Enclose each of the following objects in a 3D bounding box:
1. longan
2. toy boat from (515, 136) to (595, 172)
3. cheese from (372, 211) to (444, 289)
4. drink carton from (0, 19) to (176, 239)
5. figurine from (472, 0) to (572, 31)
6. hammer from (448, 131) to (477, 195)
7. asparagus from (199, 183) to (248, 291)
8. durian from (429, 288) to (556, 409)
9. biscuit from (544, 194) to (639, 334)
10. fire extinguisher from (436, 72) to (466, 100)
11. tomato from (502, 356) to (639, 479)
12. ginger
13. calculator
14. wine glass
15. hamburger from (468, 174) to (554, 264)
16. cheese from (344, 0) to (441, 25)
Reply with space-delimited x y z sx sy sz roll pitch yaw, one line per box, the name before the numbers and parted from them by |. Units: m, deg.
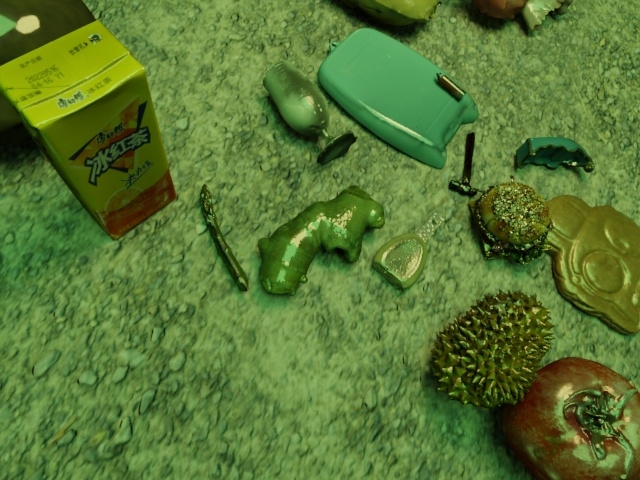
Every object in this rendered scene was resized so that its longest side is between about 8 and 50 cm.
longan | -0.550 -0.310 0.768 0.350 0.288 0.288 -41 81 -13
toy boat | 0.546 -0.191 1.038 0.185 0.075 0.077 -2 67 -16
cheese | 0.192 0.009 0.913 0.097 0.037 0.192 42 67 5
drink carton | -0.334 -0.141 0.698 0.154 0.351 0.111 -41 81 -22
figurine | 0.499 -0.659 1.175 0.386 0.166 0.207 -8 107 -20
hammer | 0.335 -0.183 1.024 0.065 0.021 0.178 16 66 -3
asparagus | -0.188 -0.004 0.849 0.034 0.027 0.236 -27 75 1
durian | 0.295 0.175 0.782 0.183 0.138 0.249 24 51 30
biscuit | 0.633 0.051 0.977 0.376 0.051 0.269 40 69 5
fire extinguisher | 0.295 -0.356 1.025 0.083 0.022 0.028 41 29 3
tomato | 0.431 0.317 0.756 0.231 0.189 0.232 -1 67 3
ginger | 0.004 -0.004 0.857 0.289 0.089 0.137 -27 95 -23
calculator | 0.177 -0.351 1.043 0.386 0.054 0.256 36 67 5
wine glass | -0.026 -0.273 0.947 0.103 0.103 0.222 -33 80 -20
hamburger | 0.405 -0.044 0.934 0.164 0.093 0.190 -20 70 -5
cheese | 0.162 -0.654 1.117 0.259 0.128 0.316 -41 83 -24
